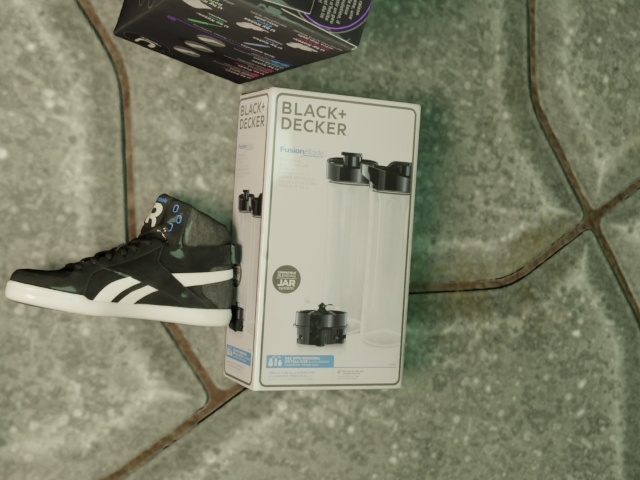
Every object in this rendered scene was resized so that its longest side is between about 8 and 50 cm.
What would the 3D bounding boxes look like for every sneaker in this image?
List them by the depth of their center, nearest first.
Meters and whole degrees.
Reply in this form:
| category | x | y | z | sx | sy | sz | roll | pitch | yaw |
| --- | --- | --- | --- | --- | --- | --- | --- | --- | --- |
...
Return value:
| category | x | y | z | sx | sy | sz | roll | pitch | yaw |
| --- | --- | --- | --- | --- | --- | --- | --- | --- | --- |
| sneaker | -0.180 | 0.012 | 0.928 | 0.217 | 0.079 | 0.121 | 9 | 85 | -32 |

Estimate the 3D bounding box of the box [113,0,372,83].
| category | x | y | z | sx | sy | sz | roll | pitch | yaw |
| --- | --- | --- | --- | --- | --- | --- | --- | --- | --- |
| box | -0.064 | -0.245 | 0.855 | 0.143 | 0.270 | 0.165 | 19 | 85 | -23 |

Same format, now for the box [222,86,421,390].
| category | x | y | z | sx | sy | sz | roll | pitch | yaw |
| --- | --- | --- | --- | --- | --- | --- | --- | --- | --- |
| box | 0.000 | 0.000 | 0.995 | 0.169 | 0.087 | 0.290 | 4 | 90 | -24 |
